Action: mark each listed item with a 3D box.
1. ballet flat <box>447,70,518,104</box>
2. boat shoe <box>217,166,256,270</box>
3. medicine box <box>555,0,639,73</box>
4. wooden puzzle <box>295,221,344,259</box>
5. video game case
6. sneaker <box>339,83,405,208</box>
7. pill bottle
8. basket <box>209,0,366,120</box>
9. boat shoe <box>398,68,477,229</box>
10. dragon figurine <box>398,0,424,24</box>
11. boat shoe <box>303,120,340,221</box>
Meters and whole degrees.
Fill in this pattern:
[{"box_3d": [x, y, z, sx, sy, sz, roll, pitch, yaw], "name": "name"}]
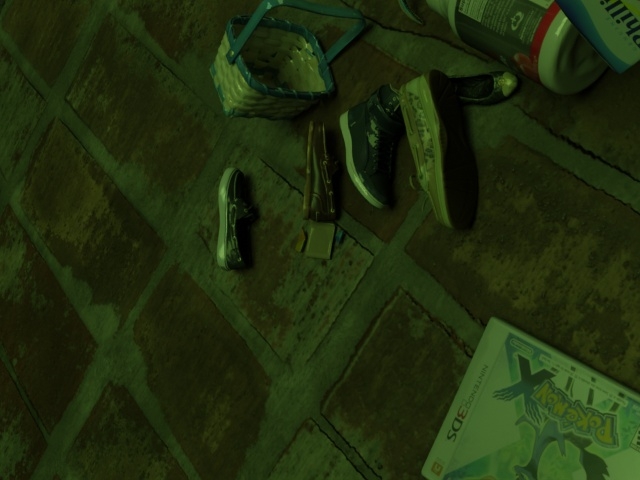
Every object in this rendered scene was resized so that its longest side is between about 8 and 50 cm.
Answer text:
[{"box_3d": [0.269, -0.270, 1.472, 0.173, 0.049, 0.057, 1, 82, 41], "name": "ballet flat"}, {"box_3d": [-0.175, -0.048, 1.798, 0.076, 0.080, 0.228, -1, 76, 23], "name": "boat shoe"}, {"box_3d": [0.497, -0.396, 1.092, 0.149, 0.263, 0.289, 50, 139, 1], "name": "medicine box"}, {"box_3d": [0.000, 0.000, 1.672, 0.116, 0.014, 0.078, 16, 95, 42], "name": "wooden puzzle"}, {"box_3d": [0.339, 0.320, 1.287, 0.329, 0.036, 0.300, 29, 100, 41], "name": "video game case"}, {"box_3d": [0.125, -0.186, 1.554, 0.163, 0.086, 0.226, -32, 60, 35], "name": "sneaker"}, {"box_3d": [0.323, -0.380, 1.364, 0.318, 0.176, 0.176, 43, 109, 39], "name": "pill bottle"}, {"box_3d": [-0.078, -0.374, 1.664, 0.289, 0.255, 0.201, -35, 66, 42], "name": "basket"}, {"box_3d": [0.204, -0.153, 1.462, 0.089, 0.105, 0.285, -17, 75, 43], "name": "boat shoe"}, {"box_3d": [0.167, -0.567, 1.604, 0.144, 0.085, 0.289, -35, 58, 31], "name": "dragon figurine"}, {"box_3d": [0.004, -0.139, 1.669, 0.073, 0.073, 0.207, 1, 83, 3], "name": "boat shoe"}]
